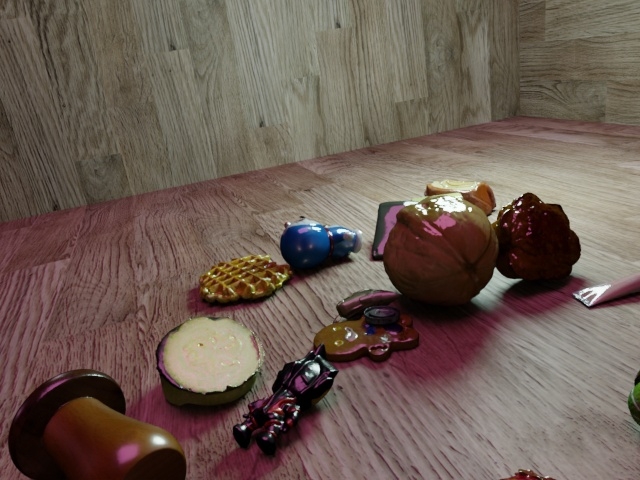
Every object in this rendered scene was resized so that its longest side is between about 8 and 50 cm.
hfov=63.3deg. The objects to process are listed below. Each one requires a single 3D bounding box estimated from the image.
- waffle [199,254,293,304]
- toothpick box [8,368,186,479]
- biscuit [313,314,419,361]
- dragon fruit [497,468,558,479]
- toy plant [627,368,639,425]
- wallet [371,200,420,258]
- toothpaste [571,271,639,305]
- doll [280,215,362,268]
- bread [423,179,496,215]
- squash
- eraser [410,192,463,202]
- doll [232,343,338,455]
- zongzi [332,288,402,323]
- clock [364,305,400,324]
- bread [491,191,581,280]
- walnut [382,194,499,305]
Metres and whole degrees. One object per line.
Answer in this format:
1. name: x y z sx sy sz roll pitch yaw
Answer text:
1. waffle: -0.226 0.109 1.567 0.282 0.058 0.301 -12 19 -10
2. toothpick box: -0.357 0.329 0.833 0.294 0.192 0.192 14 29 36
3. biscuit: 0.100 0.216 1.171 0.236 0.039 0.180 -11 21 -1
4. dragon fruit: 0.245 0.354 0.606 0.136 0.133 0.166 -47 -7 36
5. toy plant: 0.545 0.246 0.819 0.093 0.092 0.162 10 26 41
6. wallet: 0.257 -0.032 1.677 0.169 0.052 0.245 0 47 17
7. toothpaste: 0.697 0.112 1.213 0.195 0.042 0.067 -16 23 -2
8. doll: 0.000 0.000 1.631 0.257 0.161 0.215 -6 -12 -28
9. bread: 0.495 -0.153 1.902 0.244 0.122 0.190 7 23 39
10. squash: -0.231 0.272 1.093 0.220 0.133 0.220 5 29 -3
11. eraser: 0.402 -0.094 1.784 0.172 0.117 0.058 -7 24 5
12. doll: -0.055 0.289 0.974 0.127 0.088 0.248 22 40 18
13. zongzi: 0.103 0.155 1.247 0.154 0.062 0.130 -16 4 -40
14. clock: 0.142 0.172 1.198 0.085 0.017 0.085 -4 12 1
15. bread: 0.546 -0.007 1.330 0.247 0.232 0.135 -7 -9 -22
16. walnut: 0.292 0.023 1.297 0.252 0.277 0.313 19 7 -20
